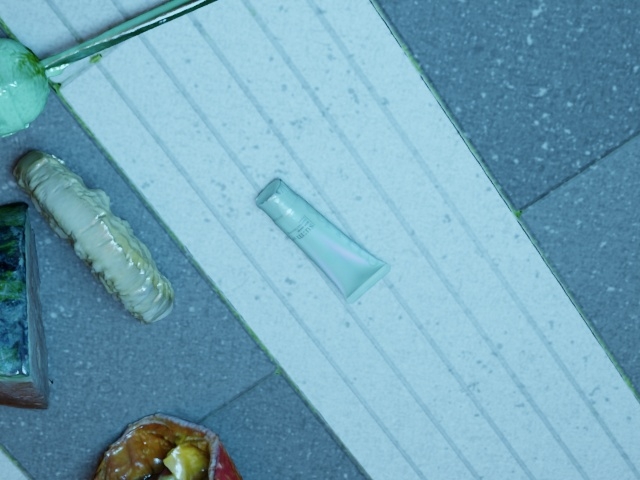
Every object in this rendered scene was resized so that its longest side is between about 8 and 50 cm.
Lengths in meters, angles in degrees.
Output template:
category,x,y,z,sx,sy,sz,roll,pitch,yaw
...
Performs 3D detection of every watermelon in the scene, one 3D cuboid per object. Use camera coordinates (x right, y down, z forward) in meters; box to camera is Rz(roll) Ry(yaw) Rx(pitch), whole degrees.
category,x,y,z,sx,sy,sz,roll,pitch,yaw
watermelon,-0.448,0.145,1.284,0.283,0.250,0.292,-25,106,11

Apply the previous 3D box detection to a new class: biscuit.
category,x,y,z,sx,sy,sz,roll,pitch,yaw
biscuit,-0.273,0.005,1.290,0.084,0.179,0.281,-41,115,-11

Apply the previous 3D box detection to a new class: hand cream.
category,x,y,z,sx,sy,sz,roll,pitch,yaw
hand cream,0.000,0.000,1.360,0.078,0.050,0.205,-43,110,12

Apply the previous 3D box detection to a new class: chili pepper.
category,x,y,z,sx,sy,sz,roll,pitch,yaw
chili pepper,-0.190,0.422,1.397,0.229,0.251,0.305,-34,112,-32

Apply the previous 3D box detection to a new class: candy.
category,x,y,z,sx,sy,sz,roll,pitch,yaw
candy,-0.257,-0.249,1.244,0.440,0.119,0.119,-24,109,-4
